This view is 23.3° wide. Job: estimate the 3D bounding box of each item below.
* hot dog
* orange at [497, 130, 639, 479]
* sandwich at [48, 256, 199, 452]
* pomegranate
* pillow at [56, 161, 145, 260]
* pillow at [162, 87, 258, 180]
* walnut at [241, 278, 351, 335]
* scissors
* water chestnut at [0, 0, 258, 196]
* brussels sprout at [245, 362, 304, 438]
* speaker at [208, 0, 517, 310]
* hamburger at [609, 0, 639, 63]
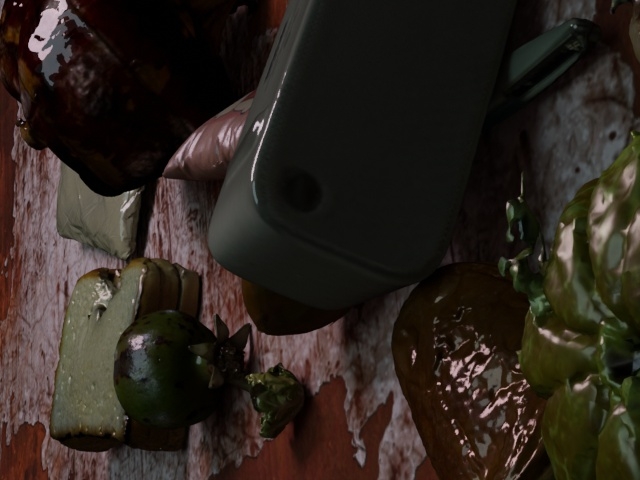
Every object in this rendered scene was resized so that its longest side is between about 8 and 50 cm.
[{"bbox_3d":[0.147,0.139,1.224,0.272,0.122,0.196,-119,44,-55],"label":"hot dog"},{"bbox_3d":[0.263,0.065,0.921,0.301,0.223,0.300,-22,77,59],"label":"orange"},{"bbox_3d":[-0.257,0.150,2.021,0.273,0.095,0.249,-14,69,60],"label":"sandwich"},{"bbox_3d":[-0.166,0.146,1.808,0.169,0.148,0.148,-36,50,44],"label":"pomegranate"},{"bbox_3d":[-0.309,-0.126,2.239,0.274,0.076,0.280,16,96,61],"label":"pillow"},{"bbox_3d":[-0.028,-0.128,1.589,0.236,0.223,0.084,-16,107,57],"label":"pillow"},{"bbox_3d":[0.000,0.000,1.542,0.245,0.137,0.137,-61,32,29],"label":"walnut"},{"bbox_3d":[0.157,-0.129,1.386,0.289,0.041,0.138,143,136,-58],"label":"scissors"},{"bbox_3d":[-0.225,-0.243,1.920,0.347,0.335,0.335,-39,39,10],"label":"water chestnut"},{"bbox_3d":[-0.046,0.166,1.658,0.085,0.058,0.085,166,90,-87],"label":"brussels sprout"},{"bbox_3d":[0.039,-0.143,1.385,0.184,0.183,0.406,-38,32,65],"label":"speaker"},{"bbox_3d":[0.299,-0.217,0.885,0.318,0.195,0.277,-30,17,6],"label":"hamburger"}]
